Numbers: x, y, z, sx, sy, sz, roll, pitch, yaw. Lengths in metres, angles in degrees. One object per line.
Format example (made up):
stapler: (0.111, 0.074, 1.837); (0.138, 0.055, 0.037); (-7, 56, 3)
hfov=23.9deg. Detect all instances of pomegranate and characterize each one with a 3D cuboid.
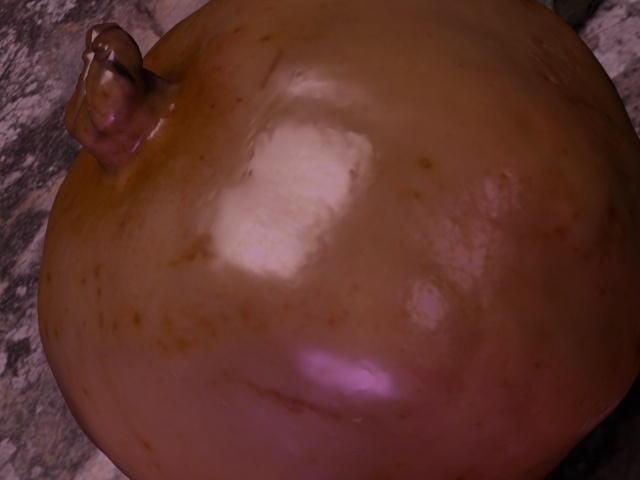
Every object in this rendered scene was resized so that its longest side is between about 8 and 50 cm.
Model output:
pomegranate: (0.000, 0.000, 0.958); (0.411, 0.411, 0.411); (-26, 41, 25)

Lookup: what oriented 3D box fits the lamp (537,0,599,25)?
lamp: (0.158, -0.242, 1.285); (0.106, 0.106, 0.193); (-46, 47, 0)
